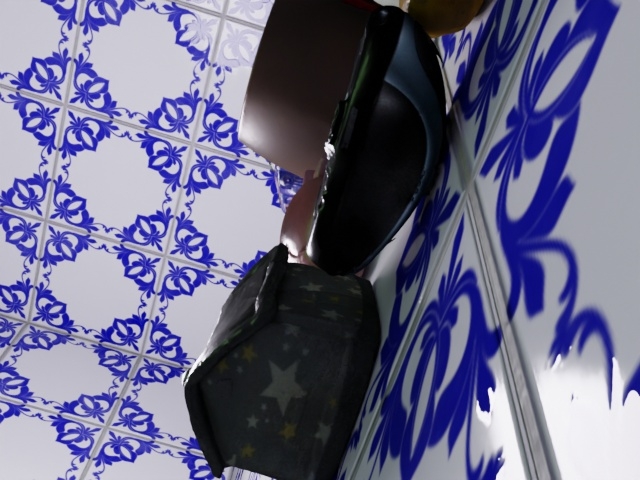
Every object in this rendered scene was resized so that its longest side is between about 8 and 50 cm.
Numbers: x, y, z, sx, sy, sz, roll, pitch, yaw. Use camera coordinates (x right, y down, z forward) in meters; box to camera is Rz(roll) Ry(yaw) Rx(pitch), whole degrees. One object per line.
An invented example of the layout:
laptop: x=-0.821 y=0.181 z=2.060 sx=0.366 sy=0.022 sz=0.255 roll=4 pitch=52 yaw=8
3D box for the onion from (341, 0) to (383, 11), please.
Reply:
onion: x=0.074 y=-0.403 z=1.098 sx=0.216 sy=0.206 sz=0.206 roll=-55 pitch=-14 yaw=-83

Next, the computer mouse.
computer mouse: x=0.054 y=-0.077 z=0.715 sx=0.137 sy=0.096 sz=0.233 roll=-69 pitch=-6 yaw=-64

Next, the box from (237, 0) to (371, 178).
box: x=0.004 y=-0.236 z=1.303 sx=0.301 sy=0.216 sz=0.301 roll=-164 pitch=90 yaw=-89

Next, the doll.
doll: x=0.000 y=0.000 z=1.038 sx=0.262 sy=0.093 sz=0.211 roll=-166 pitch=81 yaw=-70

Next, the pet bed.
pet bed: x=-0.045 y=0.115 z=0.817 sx=0.211 sy=0.159 sz=0.183 roll=-87 pitch=14 yaw=-73

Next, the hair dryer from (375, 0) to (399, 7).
hair dryer: x=0.148 y=-0.429 z=0.855 sx=0.203 sy=0.128 sz=0.362 roll=139 pitch=155 yaw=-86

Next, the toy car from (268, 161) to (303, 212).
toy car: x=-0.018 y=-0.125 z=1.669 sx=0.235 sy=0.172 sz=0.158 roll=-97 pitch=8 yaw=-76

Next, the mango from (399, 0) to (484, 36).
mango: x=0.106 y=-0.221 z=0.722 sx=0.098 sy=0.075 sz=0.190 roll=-58 pitch=0 yaw=2
